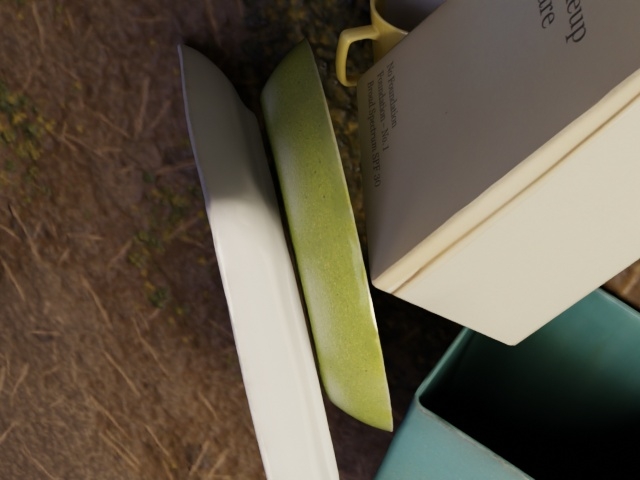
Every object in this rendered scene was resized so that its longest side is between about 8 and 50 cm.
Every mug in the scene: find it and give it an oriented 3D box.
[{"bbox_3d":[0.050,-0.118,1.080,0.078,0.062,0.064,9,134,2],"label":"mug"}]

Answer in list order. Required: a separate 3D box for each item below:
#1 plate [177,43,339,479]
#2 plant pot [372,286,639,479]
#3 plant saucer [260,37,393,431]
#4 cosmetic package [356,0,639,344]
[{"bbox_3d":[-0.034,0.042,1.127,0.045,0.278,0.277,-12,116,-2],"label":"plate"},{"bbox_3d":[0.124,0.162,1.157,0.166,0.165,0.234,33,137,7],"label":"plant pot"},{"bbox_3d":[0.000,0.000,1.078,0.037,0.241,0.241,-12,117,-1],"label":"plant saucer"},{"bbox_3d":[0.158,-0.094,0.943,0.113,0.160,0.309,23,134,-30],"label":"cosmetic package"}]
